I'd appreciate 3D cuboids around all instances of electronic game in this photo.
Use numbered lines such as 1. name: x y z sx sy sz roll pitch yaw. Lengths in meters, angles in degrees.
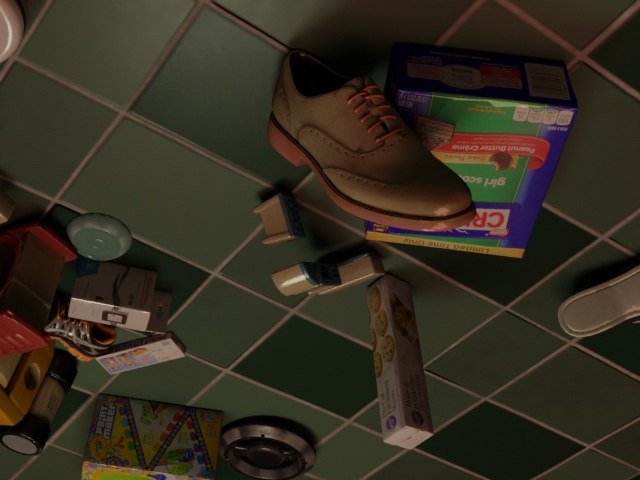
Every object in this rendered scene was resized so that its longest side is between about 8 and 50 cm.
1. electronic game: -0.124 0.482 2.246 0.229 0.048 0.229 5 137 5

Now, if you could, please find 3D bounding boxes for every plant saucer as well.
1. plant saucer: -0.398 0.000 1.760 0.119 0.021 0.119 1 137 1

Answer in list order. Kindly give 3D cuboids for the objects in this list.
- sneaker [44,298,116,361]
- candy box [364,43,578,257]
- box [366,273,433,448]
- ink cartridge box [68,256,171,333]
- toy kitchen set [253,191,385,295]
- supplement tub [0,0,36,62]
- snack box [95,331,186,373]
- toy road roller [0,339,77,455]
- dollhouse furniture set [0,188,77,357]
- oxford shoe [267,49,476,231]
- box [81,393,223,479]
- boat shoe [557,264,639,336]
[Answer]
1. sneaker: -0.481 0.155 1.892 0.083 0.084 0.215 -24 140 21
2. candy box: 0.218 -0.130 1.527 0.268 0.122 0.317 6 137 -3
3. box: 0.137 0.208 1.745 0.063 0.324 0.067 22 134 -29
4. ink cartridge box: -0.362 0.101 1.808 0.180 0.104 0.060 12 135 -11
5. toy kitchen set: 0.000 0.000 1.721 0.122 0.166 0.207 -21 169 23
6. supplement tub: -0.439 -0.336 1.272 0.144 0.199 0.144 0 137 0
7. snack box: -0.368 0.231 2.005 0.178 0.022 0.064 -15 135 17
8. toy road roller: -0.656 0.267 1.933 0.241 0.202 0.329 2 139 16
9. dollhouse furniture set: -0.596 0.014 1.631 0.152 0.201 0.374 -15 137 29
10. oxford shoe: 0.058 -0.141 1.369 0.140 0.397 0.146 -25 134 -35
11. box: -0.383 0.510 2.194 0.279 0.177 0.290 10 136 -8
12. boat shoe: 0.579 0.092 1.782 0.303 0.091 0.114 -15 90 19
